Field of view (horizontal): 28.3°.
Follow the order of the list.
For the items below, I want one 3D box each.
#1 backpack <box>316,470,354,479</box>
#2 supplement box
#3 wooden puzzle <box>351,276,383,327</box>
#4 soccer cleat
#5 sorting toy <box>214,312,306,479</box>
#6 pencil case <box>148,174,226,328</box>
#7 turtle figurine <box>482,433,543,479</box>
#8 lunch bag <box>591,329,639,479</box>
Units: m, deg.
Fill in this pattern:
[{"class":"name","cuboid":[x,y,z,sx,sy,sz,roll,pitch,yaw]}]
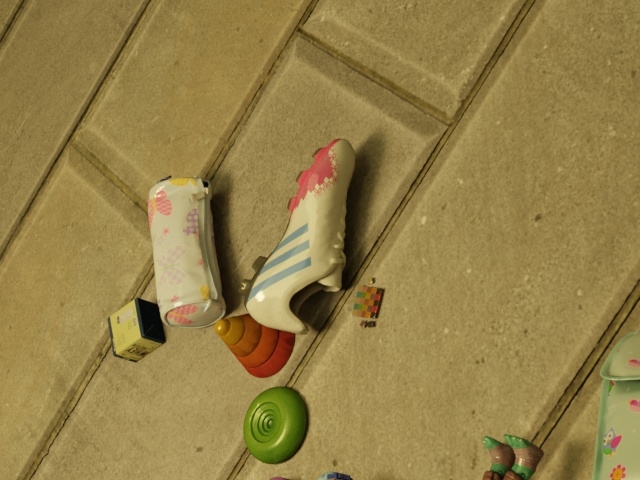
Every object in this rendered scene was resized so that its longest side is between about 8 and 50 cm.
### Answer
[{"class":"backpack","cuboid":[0.017,0.438,1.811,0.158,0.117,0.173,-46,16,18]},{"class":"supplement box","cuboid":[-0.337,0.164,2.318,0.083,0.056,0.083,-34,54,27]},{"class":"wooden puzzle","cuboid":[0.075,0.099,2.014,0.049,0.006,0.083,6,77,43]},{"class":"soccer cleat","cuboid":[0.000,0.000,2.068,0.143,0.116,0.331,27,88,20]},{"class":"sorting toy","cuboid":[-0.110,0.262,2.031,0.127,0.126,0.365,-28,56,31]},{"class":"pencil case","cuboid":[-0.235,0.020,2.248,0.124,0.113,0.273,-18,60,19]},{"class":"turtle figurine","cuboid":[0.214,0.376,1.685,0.175,0.118,0.234,-4,54,56]},{"class":"lunch bag","cuboid":[0.457,0.212,1.530,0.223,0.160,0.262,-13,54,41]}]
